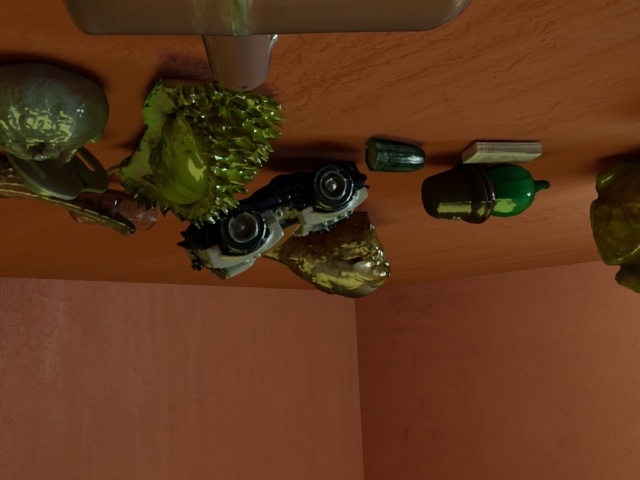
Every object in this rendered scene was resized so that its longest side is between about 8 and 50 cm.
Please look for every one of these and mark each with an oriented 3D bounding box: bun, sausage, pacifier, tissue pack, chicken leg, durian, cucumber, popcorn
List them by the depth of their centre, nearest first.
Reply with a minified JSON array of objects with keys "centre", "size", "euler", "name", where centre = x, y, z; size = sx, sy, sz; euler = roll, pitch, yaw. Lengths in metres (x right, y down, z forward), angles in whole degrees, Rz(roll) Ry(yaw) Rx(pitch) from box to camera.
[{"centre":[-0.298,-0.131,0.652],"size":[0.141,0.083,0.141],"euler":[-4,168,-1],"name":"bun"},{"centre":[-0.317,-0.116,0.764],"size":[0.116,0.127,0.150],"euler":[-46,171,20],"name":"pacifier"},{"centre":[-0.158,-0.120,0.782],"size":[0.169,0.158,0.352],"euler":[37,157,-15],"name":"durian"},{"centre":[0.115,-0.122,0.908],"size":[0.105,0.048,0.048],"euler":[2,169,-28],"name":"cucumber"},{"centre":[0.279,-0.135,0.944],"size":[0.108,0.023,0.056],"euler":[0,171,-11],"name":"tissue pack"},{"centre":[0.608,-0.036,1.037],"size":[0.277,0.225,0.276],"euler":[-12,165,-3],"name":"popcorn"},{"centre":[-0.387,-0.056,1.121],"size":[0.169,0.065,0.065],"euler":[8,166,-44],"name":"sausage"},{"centre":[0.000,0.000,1.393],"size":[0.410,0.181,0.295],"euler":[18,155,-17],"name":"chicken leg"}]

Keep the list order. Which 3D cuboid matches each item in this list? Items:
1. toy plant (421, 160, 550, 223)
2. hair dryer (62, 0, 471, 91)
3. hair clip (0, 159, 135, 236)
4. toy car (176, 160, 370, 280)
[{"centre":[0.269,-0.083,1.008],"size":[0.201,0.105,0.143],"euler":[-6,-163,-8],"name":"toy plant"},{"centre":[-0.038,-0.175,0.440],"size":[0.211,0.125,0.352],"euler":[-3,180,-6],"name":"hair dryer"},{"centre":[-0.441,-0.075,0.977],"size":[0.301,0.069,0.173],"euler":[16,160,-32],"name":"hair clip"},{"centre":[-0.063,-0.039,0.940],"size":[0.301,0.118,0.193],"euler":[-24,-171,-23],"name":"toy car"}]
